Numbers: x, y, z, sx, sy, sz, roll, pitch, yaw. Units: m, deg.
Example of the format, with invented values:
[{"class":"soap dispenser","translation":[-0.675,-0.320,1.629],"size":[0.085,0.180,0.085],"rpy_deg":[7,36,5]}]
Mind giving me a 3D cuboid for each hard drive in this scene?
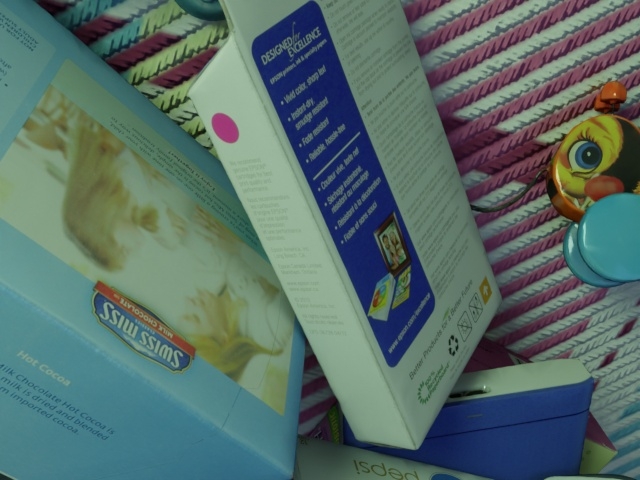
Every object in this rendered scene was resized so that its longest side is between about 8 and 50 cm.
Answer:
[{"class":"hard drive","translation":[0.125,0.258,0.708],"size":[0.210,0.040,0.319],"rpy_deg":[-7,119,-8]}]

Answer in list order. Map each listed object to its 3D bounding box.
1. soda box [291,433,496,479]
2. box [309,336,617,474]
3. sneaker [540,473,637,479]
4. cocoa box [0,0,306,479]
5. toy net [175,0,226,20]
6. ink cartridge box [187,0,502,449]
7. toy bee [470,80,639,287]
[{"class":"soda box","translation":[0.063,0.222,0.611],"size":[0.216,0.069,0.074],"rpy_deg":[19,113,-19]},{"class":"box","translation":[0.122,0.221,0.779],"size":[0.213,0.117,0.243],"rpy_deg":[27,110,-23]},{"class":"sneaker","translation":[0.183,0.307,0.663],"size":[0.282,0.099,0.153],"rpy_deg":[-35,124,0]},{"class":"cocoa box","translation":[-0.201,0.026,0.511],"size":[0.228,0.231,0.347],"rpy_deg":[-34,120,27]},{"class":"toy net","translation":[-0.042,-0.261,0.519],"size":[0.122,0.045,0.232],"rpy_deg":[37,105,-24]},{"class":"ink cartridge box","translation":[0.024,-0.052,0.536],"size":[0.069,0.176,0.371],"rpy_deg":[-1,123,37]},{"class":"toy bee","translation":[0.250,-0.042,0.634],"size":[0.298,0.195,0.162],"rpy_deg":[23,88,-11]}]
